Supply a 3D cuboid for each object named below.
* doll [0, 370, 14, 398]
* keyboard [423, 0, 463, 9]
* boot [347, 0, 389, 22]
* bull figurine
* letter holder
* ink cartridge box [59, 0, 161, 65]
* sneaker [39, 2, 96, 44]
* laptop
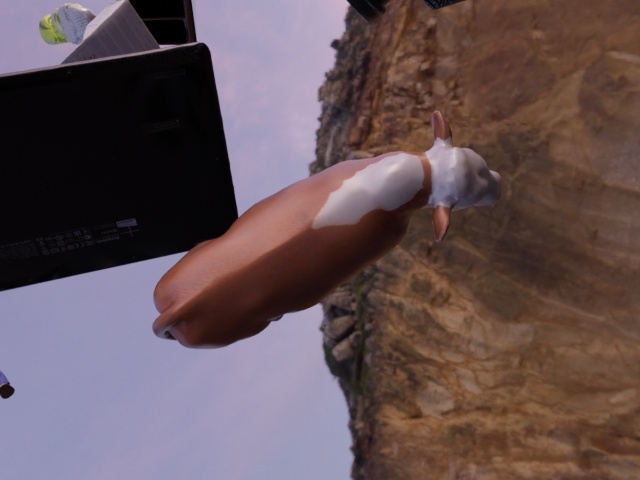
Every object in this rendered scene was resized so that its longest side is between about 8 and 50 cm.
[{"bbox_3d":[-0.738,0.291,1.352,0.129,0.189,0.046,-43,-39,-26],"label":"doll"},{"bbox_3d":[0.292,-0.509,1.278,0.100,0.192,0.038,23,-114,-49],"label":"keyboard"},{"bbox_3d":[0.068,-0.328,0.501,0.094,0.207,0.246,13,-125,-59],"label":"boot"},{"bbox_3d":[0.000,0.000,0.553,0.101,0.311,0.188,64,174,7],"label":"bull figurine"},{"bbox_3d":[-0.398,-0.598,1.431,0.152,0.215,0.301,96,167,-56],"label":"letter holder"},{"bbox_3d":[-0.389,-0.322,1.206,0.181,0.056,0.224,58,-134,-38],"label":"ink cartridge box"},{"bbox_3d":[-0.563,-0.517,1.496,0.126,0.240,0.091,-28,-60,-42],"label":"sneaker"},{"bbox_3d":[-0.312,-0.075,0.787,0.382,0.236,0.407,-13,-45,-10],"label":"laptop"}]
